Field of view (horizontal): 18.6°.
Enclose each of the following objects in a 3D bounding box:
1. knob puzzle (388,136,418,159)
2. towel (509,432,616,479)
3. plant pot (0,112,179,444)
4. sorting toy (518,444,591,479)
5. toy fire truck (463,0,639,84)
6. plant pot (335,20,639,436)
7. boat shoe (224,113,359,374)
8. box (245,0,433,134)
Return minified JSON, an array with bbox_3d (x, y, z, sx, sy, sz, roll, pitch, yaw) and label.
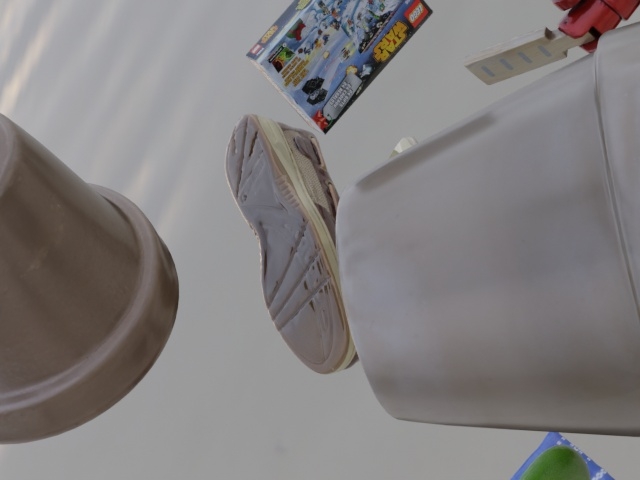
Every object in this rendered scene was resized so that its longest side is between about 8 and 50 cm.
[{"bbox_3d":[0.107,-0.012,1.995,0.213,0.030,0.213,170,90,-70],"label":"knob puzzle"},{"bbox_3d":[0.272,0.378,1.912,0.336,0.040,0.243,41,88,25],"label":"towel"},{"bbox_3d":[-0.284,0.009,1.682,0.229,0.263,0.263,62,-165,-46],"label":"plant pot"},{"bbox_3d":[0.262,0.249,1.817,0.126,0.127,0.365,23,80,35],"label":"sorting toy"},{"bbox_3d":[0.225,-0.272,1.950,0.246,0.217,0.158,-52,19,4],"label":"toy fire truck"},{"bbox_3d":[0.171,0.015,1.460,0.323,0.280,0.323,-12,-90,-75],"label":"plant pot"},{"bbox_3d":[0.000,0.000,2.133,0.123,0.123,0.342,-58,41,35],"label":"boat shoe"},{"bbox_3d":[0.016,-0.165,1.552,0.137,0.094,0.027,-48,36,-7],"label":"box"}]
